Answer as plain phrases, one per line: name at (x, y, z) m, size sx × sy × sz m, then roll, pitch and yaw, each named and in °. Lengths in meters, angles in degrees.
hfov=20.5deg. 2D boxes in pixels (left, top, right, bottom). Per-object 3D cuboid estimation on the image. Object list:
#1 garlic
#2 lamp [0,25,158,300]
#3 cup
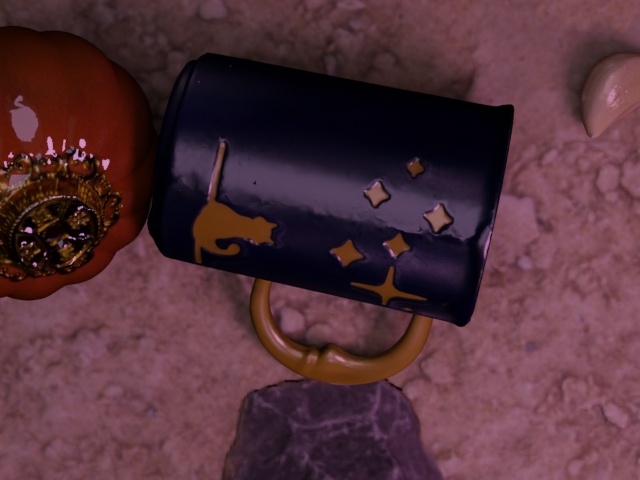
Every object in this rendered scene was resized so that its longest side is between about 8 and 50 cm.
garlic at (0.240, -0.122, 1.406) m, size 0.083 × 0.041 × 0.053 m, roll -28°, pitch 101°, yaw -2°
lamp at (-0.230, -0.057, 1.354) m, size 0.223 × 0.196 × 0.223 m, roll -14°, pitch 129°, yaw -18°
cup at (-0.001, -0.002, 1.364) m, size 0.256 × 0.178 × 0.255 m, roll 11°, pitch 97°, yaw 3°
